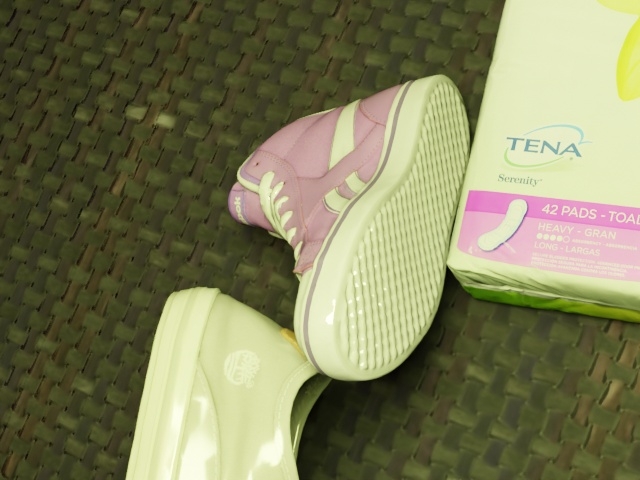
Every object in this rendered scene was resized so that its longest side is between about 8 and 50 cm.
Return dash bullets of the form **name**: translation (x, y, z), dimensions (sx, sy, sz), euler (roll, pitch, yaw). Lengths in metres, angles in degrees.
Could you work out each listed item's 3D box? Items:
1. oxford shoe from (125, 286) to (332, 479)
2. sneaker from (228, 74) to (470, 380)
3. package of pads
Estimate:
- **oxford shoe**: translation (-0.069, 0.249, 0.972), dimensions (0.130, 0.169, 0.449), euler (9, 73, 0)
- **sneaker**: translation (0.000, 0.001, 1.075), dimensions (0.161, 0.102, 0.282), euler (-10, 31, 26)
- **package of pads**: translation (0.245, -0.060, 1.027), dimensions (0.296, 0.101, 0.229), euler (8, 75, 25)
